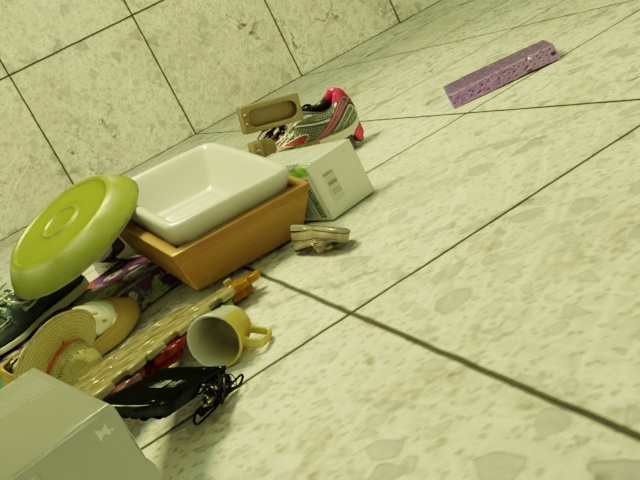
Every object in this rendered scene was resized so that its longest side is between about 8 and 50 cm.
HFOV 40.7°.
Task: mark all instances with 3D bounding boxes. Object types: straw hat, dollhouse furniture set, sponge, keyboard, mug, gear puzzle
[{"bbox_3d":[-0.307,0.157,1.074,0.061,0.144,0.144,26,41,19],"label":"straw hat"},{"bbox_3d":[-0.048,-0.180,1.530,0.144,0.151,0.123,-18,12,-20],"label":"dollhouse furniture set"},{"bbox_3d":[0.333,-0.313,1.610,0.210,0.031,0.117,-25,15,10],"label":"sponge"},{"bbox_3d":[-0.135,0.152,0.812,0.100,0.038,0.192,-3,2,9],"label":"keyboard"},{"bbox_3d":[-0.099,0.105,0.947,0.062,0.078,0.064,-56,-4,20],"label":"mug"},{"bbox_3d":[-0.185,0.126,1.031,0.176,0.044,0.339,-24,10,42],"label":"gear puzzle"}]

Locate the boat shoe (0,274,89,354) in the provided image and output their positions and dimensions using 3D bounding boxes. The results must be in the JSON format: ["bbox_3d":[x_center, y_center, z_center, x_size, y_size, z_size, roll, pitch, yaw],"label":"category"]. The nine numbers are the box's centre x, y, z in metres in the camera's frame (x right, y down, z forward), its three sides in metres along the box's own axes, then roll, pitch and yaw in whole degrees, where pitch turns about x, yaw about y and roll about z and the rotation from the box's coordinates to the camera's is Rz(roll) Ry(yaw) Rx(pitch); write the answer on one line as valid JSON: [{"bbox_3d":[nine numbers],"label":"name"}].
[{"bbox_3d":[-0.462,0.101,1.324,0.095,0.079,0.254,-6,27,41],"label":"boat shoe"}]

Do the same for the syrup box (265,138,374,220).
[{"bbox_3d":[-0.032,-0.089,1.370,0.096,0.093,0.237,-36,18,-28],"label":"syrup box"}]

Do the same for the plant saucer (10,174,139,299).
[{"bbox_3d":[-0.374,-0.018,1.275,0.241,0.037,0.241,-27,34,20],"label":"plant saucer"}]

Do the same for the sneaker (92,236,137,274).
[{"bbox_3d":[-0.334,-0.027,1.613,0.210,0.137,0.366,-15,-1,-12],"label":"sneaker"}]

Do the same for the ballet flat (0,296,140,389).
[{"bbox_3d":[-0.335,0.134,1.169,0.080,0.073,0.232,26,48,25],"label":"ballet flat"}]

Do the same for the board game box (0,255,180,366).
[{"bbox_3d":[-0.374,0.125,1.338,0.208,0.056,0.347,-16,18,48],"label":"board game box"}]

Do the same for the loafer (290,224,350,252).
[{"bbox_3d":[0.000,0.000,1.150,0.045,0.039,0.125,3,2,-31],"label":"loafer"}]

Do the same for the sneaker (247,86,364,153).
[{"bbox_3d":[-0.067,-0.192,1.657,0.299,0.112,0.121,-29,31,-11],"label":"sneaker"}]

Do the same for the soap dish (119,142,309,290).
[{"bbox_3d":[-0.178,-0.042,1.306,0.229,0.118,0.291,-30,29,-24],"label":"soap dish"}]

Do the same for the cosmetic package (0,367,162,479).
[{"bbox_3d":[-0.214,0.191,0.704,0.107,0.127,0.238,-34,15,-24],"label":"cosmetic package"}]

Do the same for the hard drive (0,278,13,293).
[{"bbox_3d":[-0.683,0.143,1.795,0.203,0.040,0.307,-28,16,-3],"label":"hard drive"}]
